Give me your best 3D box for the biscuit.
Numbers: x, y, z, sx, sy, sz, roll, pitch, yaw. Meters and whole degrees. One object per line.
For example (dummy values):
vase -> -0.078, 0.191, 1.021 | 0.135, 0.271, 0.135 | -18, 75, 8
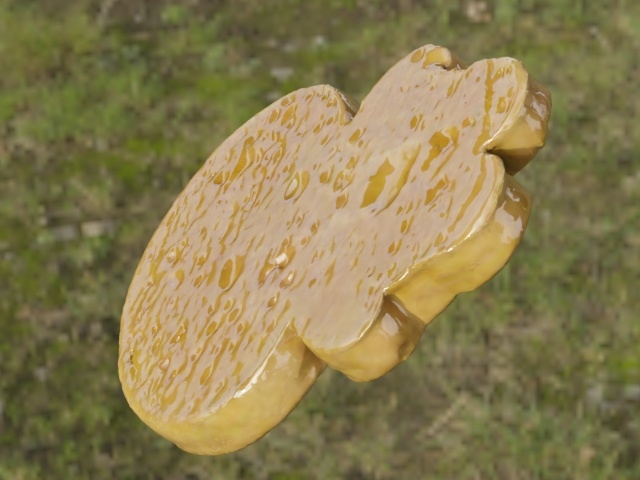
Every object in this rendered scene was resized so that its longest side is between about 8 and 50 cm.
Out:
biscuit -> 0.001, 0.000, 0.916 | 0.289, 0.044, 0.202 | -24, 42, 41
